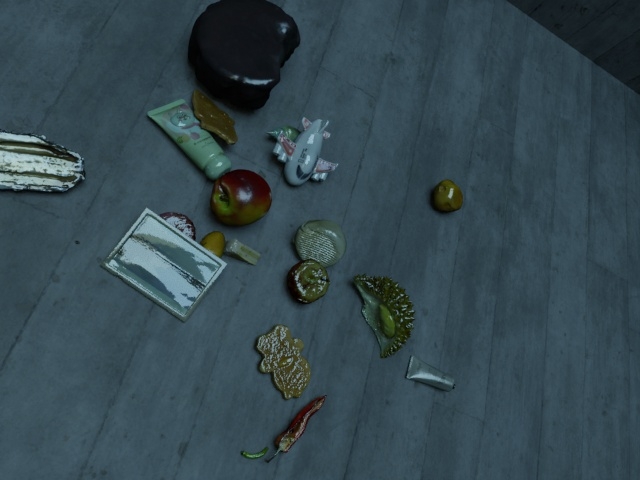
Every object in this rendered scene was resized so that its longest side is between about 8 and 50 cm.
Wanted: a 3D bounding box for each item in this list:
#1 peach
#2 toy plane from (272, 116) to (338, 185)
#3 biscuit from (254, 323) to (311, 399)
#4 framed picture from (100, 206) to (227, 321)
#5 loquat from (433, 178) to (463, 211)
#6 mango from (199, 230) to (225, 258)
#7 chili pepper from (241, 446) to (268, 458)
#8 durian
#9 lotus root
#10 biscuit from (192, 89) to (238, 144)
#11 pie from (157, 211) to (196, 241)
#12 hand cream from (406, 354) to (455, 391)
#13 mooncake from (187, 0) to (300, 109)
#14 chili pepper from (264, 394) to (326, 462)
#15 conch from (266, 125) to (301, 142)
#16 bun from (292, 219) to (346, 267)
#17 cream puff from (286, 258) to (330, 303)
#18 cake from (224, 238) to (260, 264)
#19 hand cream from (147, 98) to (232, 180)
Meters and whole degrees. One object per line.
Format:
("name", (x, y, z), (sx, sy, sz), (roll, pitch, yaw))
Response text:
("peach", (-0.243, -0.135, 1.614), (0.197, 0.197, 0.197), (9, 68, -24))
("toy plane", (-0.048, -0.309, 1.786), (0.252, 0.118, 0.252), (-5, 101, -28))
("biscuit", (-0.109, 0.376, 1.578), (0.166, 0.036, 0.225), (-32, 91, -31))
("framed picture", (-0.451, 0.070, 1.492), (0.289, 0.016, 0.213), (37, 76, -11))
("loquat", (0.515, -0.175, 2.051), (0.137, 0.113, 0.137), (28, 50, -39))
("mango", (-0.334, 0.020, 1.580), (0.079, 0.057, 0.114), (28, 59, -8))
("chili pepper", (-0.187, 0.609, 1.463), (0.083, 0.017, 0.030), (7, 67, -24))
("durian", (0.227, 0.234, 1.753), (0.306, 0.166, 0.172), (61, 28, -2))
("lotus root", (-0.826, -0.216, 1.410), (0.330, 0.078, 0.167), (8, 92, -26))
("biscuit", (-0.359, -0.411, 1.710), (0.250, 0.035, 0.162), (56, 29, 16))
("pie", (-0.451, -0.019, 1.544), (0.154, 0.038, 0.153), (8, 69, -22))
("hand cream", (0.390, 0.475, 1.789), (0.186, 0.054, 0.087), (26, 58, -9))
("mooncake", (-0.269, -0.650, 1.764), (0.351, 0.212, 0.381), (35, 63, -6))
("chili pepper", (-0.074, 0.555, 1.520), (0.268, 0.050, 0.059), (-44, 115, -33))
("conch", (-0.116, -0.368, 1.825), (0.180, 0.065, 0.088), (-1, 71, -36))
("bun", (0.000, 0.000, 1.718), (0.173, 0.167, 0.113), (50, 22, -15))
("cream puff", (-0.043, 0.135, 1.668), (0.149, 0.084, 0.149), (4, 80, -26))
("cake", (-0.242, 0.040, 1.621), (0.121, 0.065, 0.052), (25, 65, -25))
("hand cream", (-0.410, -0.327, 1.659), (0.306, 0.093, 0.147), (48, 53, 6))
